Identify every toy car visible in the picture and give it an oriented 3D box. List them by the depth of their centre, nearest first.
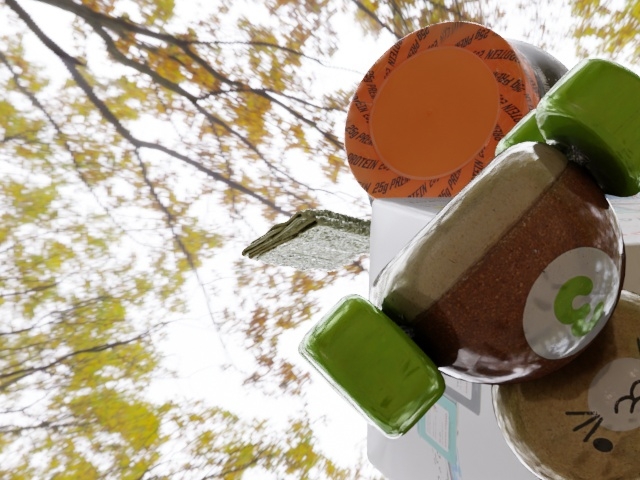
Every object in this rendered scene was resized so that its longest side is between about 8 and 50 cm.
[{"bbox_3d":[0.110,0.055,0.414,0.155,0.149,0.188,-45,-93,-6],"label":"toy car"}]

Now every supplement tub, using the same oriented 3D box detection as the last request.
[{"bbox_3d":[0.177,-0.048,0.937,0.207,0.338,0.207,-14,-116,31],"label":"supplement tub"}]

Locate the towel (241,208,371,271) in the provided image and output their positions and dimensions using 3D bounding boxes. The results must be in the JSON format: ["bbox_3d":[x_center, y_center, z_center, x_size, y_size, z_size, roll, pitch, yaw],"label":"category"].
[{"bbox_3d":[0.000,0.000,1.090,0.110,0.148,0.027,-28,-115,37],"label":"towel"}]

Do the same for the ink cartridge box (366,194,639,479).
[{"bbox_3d":[0.165,0.079,0.632,0.198,0.270,0.197,-2,-83,-18],"label":"ink cartridge box"}]
